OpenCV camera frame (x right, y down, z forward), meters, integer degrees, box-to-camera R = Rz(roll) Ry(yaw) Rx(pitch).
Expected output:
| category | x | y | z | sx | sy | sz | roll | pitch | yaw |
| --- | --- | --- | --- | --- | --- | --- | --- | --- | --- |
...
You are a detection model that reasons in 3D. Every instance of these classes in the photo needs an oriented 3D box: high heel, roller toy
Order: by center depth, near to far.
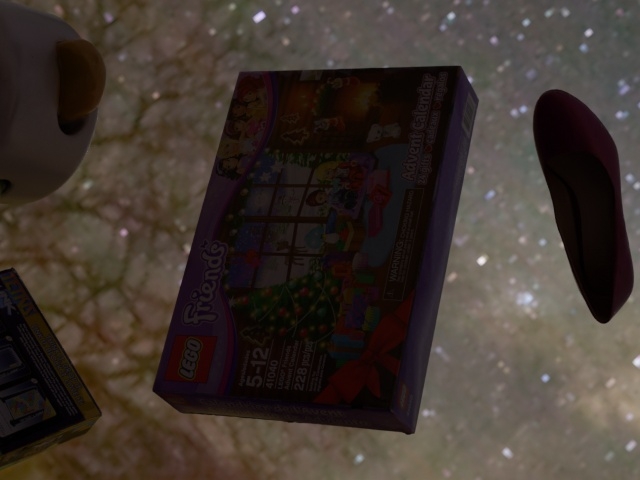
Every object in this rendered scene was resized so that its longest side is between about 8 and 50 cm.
| category | x | y | z | sx | sy | sz | roll | pitch | yaw |
| --- | --- | --- | --- | --- | --- | --- | --- | --- | --- |
| roller toy | -0.309 | -0.132 | 1.325 | 0.191 | 0.209 | 0.146 | 45 | 20 | 27 |
| high heel | 0.424 | -0.053 | 2.267 | 0.127 | 0.181 | 0.377 | -15 | -59 | 27 |

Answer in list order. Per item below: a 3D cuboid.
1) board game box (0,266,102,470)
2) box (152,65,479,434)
| category | x | y | z | sx | sy | sz | roll | pitch | yaw |
| --- | --- | --- | --- | --- | --- | --- | --- | --- | --- |
| board game box | -0.301 | 0.120 | 1.281 | 0.170 | 0.141 | 0.048 | 57 | -46 | 15 |
| box | 0.000 | 0.000 | 1.118 | 0.201 | 0.293 | 0.057 | 1 | -26 | 25 |
